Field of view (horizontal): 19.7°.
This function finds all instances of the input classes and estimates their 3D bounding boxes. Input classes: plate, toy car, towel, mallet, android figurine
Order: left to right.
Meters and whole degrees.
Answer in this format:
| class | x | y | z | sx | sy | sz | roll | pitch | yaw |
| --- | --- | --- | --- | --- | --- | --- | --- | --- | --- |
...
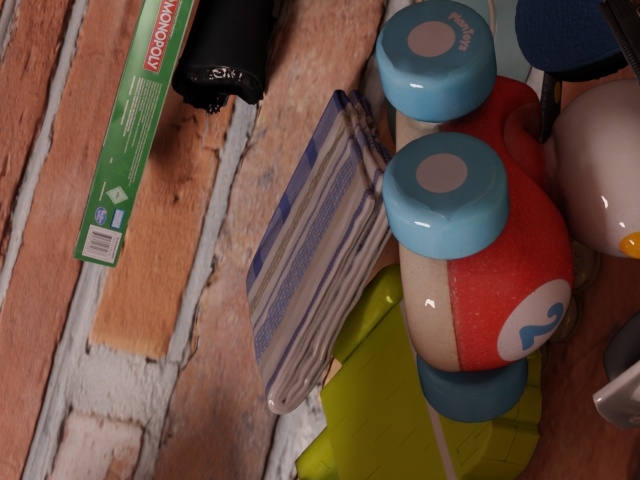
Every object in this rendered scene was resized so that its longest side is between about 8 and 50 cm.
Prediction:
| class | x | y | z | sx | sy | sz | roll | pitch | yaw |
| --- | --- | --- | --- | --- | --- | --- | --- | --- | --- |
| towel | 0.000 | 0.000 | 1.476 | 0.209 | 0.034 | 0.285 | -63 | 14 | 15 |
| android figurine | 0.070 | 0.130 | 1.330 | 0.273 | 0.056 | 0.248 | -51 | 38 | 39 |
| plate | 0.104 | -0.148 | 1.470 | 0.188 | 0.024 | 0.188 | -32 | 50 | 47 |
| mallet | 0.162 | -0.133 | 1.324 | 0.039 | 0.062 | 0.189 | -12 | 60 | 52 |
| toy car | 0.166 | -0.024 | 1.147 | 0.219 | 0.238 | 0.210 | 75 | -169 | -51 |

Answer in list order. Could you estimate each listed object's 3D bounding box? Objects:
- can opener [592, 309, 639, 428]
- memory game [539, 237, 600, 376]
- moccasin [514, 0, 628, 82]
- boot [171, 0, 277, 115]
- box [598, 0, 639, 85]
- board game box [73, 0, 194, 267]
| class | x | y | z | sx | sy | sz | roll | pitch | yaw |
| --- | --- | --- | --- | --- | --- | --- | --- | --- | --- |
| can opener | 0.266 | 0.021 | 1.082 | 0.283 | 0.076 | 0.095 | -44 | 41 | 35 |
| memory game | 0.136 | 0.025 | 1.339 | 0.186 | 0.012 | 0.186 | -32 | 49 | 46 |
| moccasin | 0.274 | -0.200 | 1.157 | 0.342 | 0.117 | 0.137 | -35 | 59 | 38 |
| boot | -0.047 | -0.234 | 1.678 | 0.246 | 0.094 | 0.207 | -24 | 51 | 58 |
| box | 0.298 | -0.135 | 0.982 | 0.270 | 0.060 | 0.216 | -30 | 28 | 13 |
| board game box | -0.164 | -0.161 | 1.735 | 0.213 | 0.046 | 0.317 | -84 | 12 | -56 |
